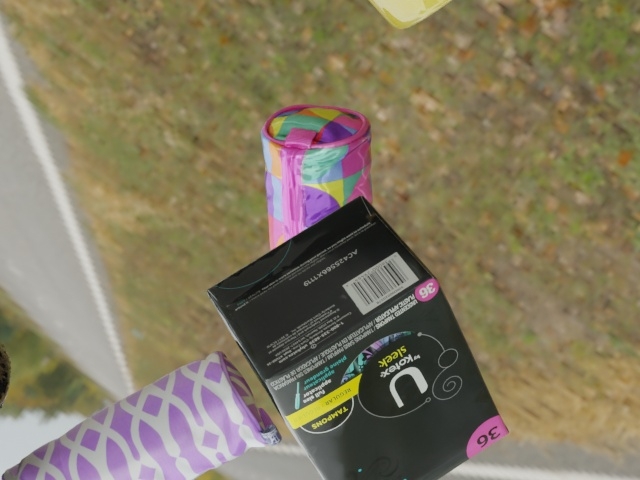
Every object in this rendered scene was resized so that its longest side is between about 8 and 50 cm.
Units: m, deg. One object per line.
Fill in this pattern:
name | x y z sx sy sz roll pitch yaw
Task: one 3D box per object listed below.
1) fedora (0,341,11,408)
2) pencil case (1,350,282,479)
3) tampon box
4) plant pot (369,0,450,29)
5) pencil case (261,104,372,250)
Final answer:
fedora | -0.319 0.124 1.041 0.152 0.334 0.334 20 176 -22
pencil case | -0.135 0.161 1.089 0.086 0.206 0.088 63 180 33
tampon box | 0.026 0.079 0.923 0.101 0.120 0.161 53 174 50
plant pot | 0.066 -0.313 0.984 0.239 0.254 0.254 46 169 -9
pencil case | 0.000 0.000 1.284 0.104 0.104 0.236 25 127 45
